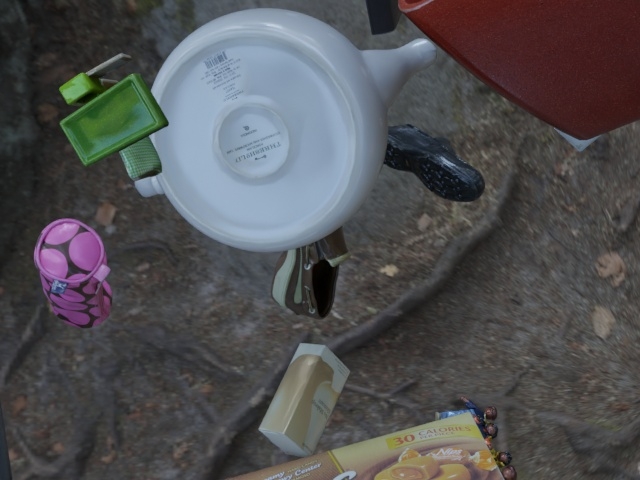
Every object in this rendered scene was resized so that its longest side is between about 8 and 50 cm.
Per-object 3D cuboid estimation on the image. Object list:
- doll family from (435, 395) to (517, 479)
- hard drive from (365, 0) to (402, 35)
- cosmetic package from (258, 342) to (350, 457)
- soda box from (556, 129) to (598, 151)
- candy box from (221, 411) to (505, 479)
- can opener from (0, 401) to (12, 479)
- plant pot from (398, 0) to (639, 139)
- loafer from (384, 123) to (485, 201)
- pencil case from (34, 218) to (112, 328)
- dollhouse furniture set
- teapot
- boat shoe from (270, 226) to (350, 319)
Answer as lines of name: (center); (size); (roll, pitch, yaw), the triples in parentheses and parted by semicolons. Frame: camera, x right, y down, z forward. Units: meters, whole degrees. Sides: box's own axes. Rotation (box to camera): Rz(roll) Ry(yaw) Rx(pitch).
doll family: (0.272, 0.349, 1.732); (0.111, 0.076, 0.193); (-11, 65, -11)
hard drive: (0.143, -0.525, 1.887); (0.054, 0.172, 0.255); (14, 75, 12)
cosmetic package: (-0.017, 0.179, 1.136); (0.041, 0.060, 0.115); (-1, 54, 41)
soda box: (0.435, -0.253, 1.779); (0.069, 0.074, 0.216); (-40, 30, 26)
candy box: (0.035, 0.295, 1.035); (0.316, 0.183, 0.088); (-16, 113, -2)
can opener: (-0.186, 0.104, 0.460); (0.074, 0.093, 0.281); (6, 101, 43)
plant pot: (0.247, -0.248, 0.867); (0.267, 0.236, 0.267); (-22, 41, 30)
loafer: (0.168, -0.123, 1.498); (0.078, 0.076, 0.223); (-32, 39, -20)
pencil case: (-0.314, 0.052, 1.316); (0.098, 0.209, 0.095); (24, 70, 0)
dollhouse furniture set: (-0.127, -0.086, 0.696); (0.058, 0.152, 0.076); (-29, 94, 7)
teapot: (-0.047, -0.116, 1.028); (0.255, 0.187, 0.253); (21, 110, 5)
boat shoe: (0.005, -0.003, 1.377); (0.095, 0.095, 0.258); (32, 132, 27)
